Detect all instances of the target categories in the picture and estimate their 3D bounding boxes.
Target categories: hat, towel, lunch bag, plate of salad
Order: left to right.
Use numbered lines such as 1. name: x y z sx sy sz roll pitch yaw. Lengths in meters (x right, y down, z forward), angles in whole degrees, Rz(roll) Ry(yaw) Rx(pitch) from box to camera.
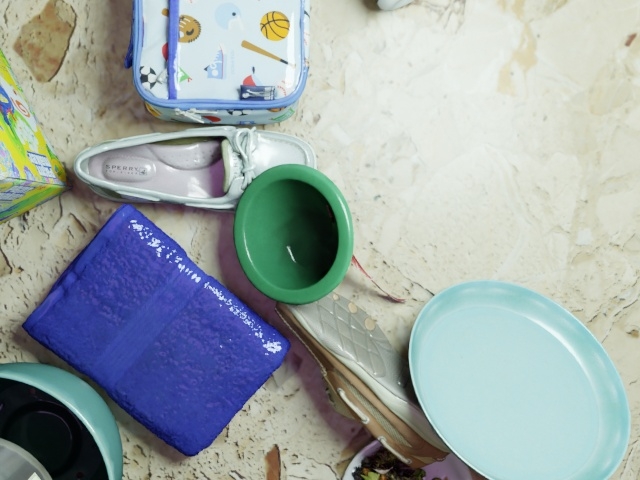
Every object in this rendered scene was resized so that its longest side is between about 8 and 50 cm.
1. towel: -0.221 0.127 1.041 0.308 0.076 0.227 41 96 -5
2. lunch bag: -0.137 -0.297 0.995 0.243 0.115 0.303 1 85 -6
3. hat: 0.000 0.000 1.044 0.173 0.183 0.208 -7 91 25
4. plate of salad: 0.127 0.376 1.084 0.200 0.048 0.200 0 93 -4

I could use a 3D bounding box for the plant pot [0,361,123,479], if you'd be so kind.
1. plant pot: -0.383 0.286 0.948 0.293 0.235 0.293 0 92 -4

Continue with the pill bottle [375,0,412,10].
1. pill bottle: 0.083 -0.431 1.014 0.117 0.117 0.215 -29 94 -3

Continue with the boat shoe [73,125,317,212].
1. boat shoe: -0.162 -0.097 1.015 0.320 0.103 0.118 2 93 -5

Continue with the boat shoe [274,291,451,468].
1. boat shoe: 0.053 0.192 1.036 0.324 0.123 0.116 43 118 8

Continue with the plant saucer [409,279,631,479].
1. plant saucer: 0.261 0.194 1.010 0.318 0.043 0.317 10 49 -12

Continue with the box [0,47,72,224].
1. box: -0.470 -0.152 0.897 0.177 0.290 0.279 -27 93 -3

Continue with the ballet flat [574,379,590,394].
1. ballet flat: 0.306 0.212 1.091 0.206 0.073 0.067 11 64 -7

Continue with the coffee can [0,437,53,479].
1. coffee can: -0.374 0.317 0.694 0.201 0.275 0.201 0 92 -5
